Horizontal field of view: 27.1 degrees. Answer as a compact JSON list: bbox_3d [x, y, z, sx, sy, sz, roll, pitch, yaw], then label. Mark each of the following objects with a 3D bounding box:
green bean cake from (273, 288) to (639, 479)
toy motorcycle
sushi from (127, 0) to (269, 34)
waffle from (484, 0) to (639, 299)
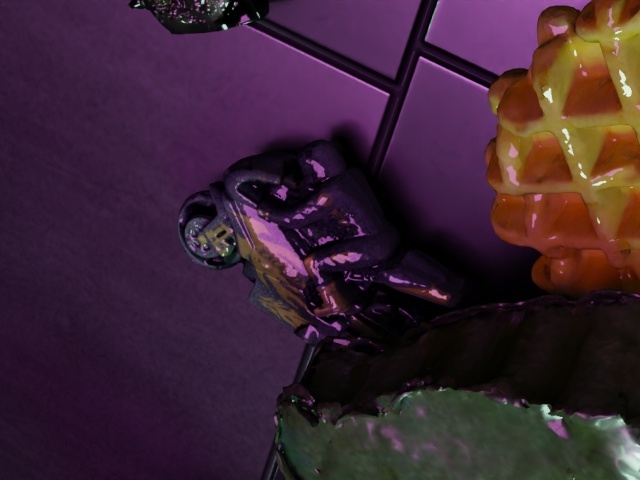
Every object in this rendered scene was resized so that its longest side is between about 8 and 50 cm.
[{"bbox_3d":[0.119,0.151,0.754,0.241,0.132,0.255,-11,120,39],"label":"green bean cake"},{"bbox_3d":[0.000,0.000,0.824,0.193,0.061,0.124,30,122,15],"label":"toy motorcycle"},{"bbox_3d":[-0.077,-0.168,0.789,0.084,0.056,0.083,-3,119,29],"label":"sushi"},{"bbox_3d":[0.215,-0.021,0.646,0.283,0.065,0.309,28,146,2],"label":"waffle"}]
